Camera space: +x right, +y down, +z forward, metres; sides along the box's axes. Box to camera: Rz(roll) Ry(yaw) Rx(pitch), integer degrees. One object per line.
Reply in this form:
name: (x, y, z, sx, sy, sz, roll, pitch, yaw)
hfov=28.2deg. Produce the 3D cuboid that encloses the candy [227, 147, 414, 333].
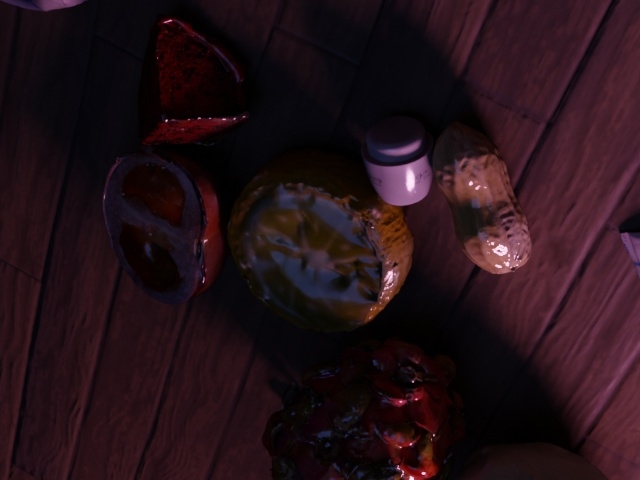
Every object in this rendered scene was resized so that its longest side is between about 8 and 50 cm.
candy: (0.000, 0.000, 1.710, 0.260, 0.118, 0.260, 12, 122, 19)

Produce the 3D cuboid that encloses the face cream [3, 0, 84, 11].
face cream: (-0.431, -0.417, 1.651, 0.420, 0.137, 0.235, 23, 133, 27)

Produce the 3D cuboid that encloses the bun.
bun: (0.276, 0.380, 1.793, 0.293, 0.187, 0.293, -3, 131, -3)

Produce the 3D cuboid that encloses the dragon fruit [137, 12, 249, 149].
dragon fruit: (-0.175, -0.208, 1.674, 0.127, 0.120, 0.161, -15, 80, 63)

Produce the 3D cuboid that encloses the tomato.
tomato: (-0.203, -0.034, 1.788, 0.199, 0.112, 0.228, 26, 122, 28)

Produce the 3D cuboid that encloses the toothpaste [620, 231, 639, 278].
toothpaste: (0.473, 0.014, 1.509, 0.234, 0.057, 0.089, -10, 116, 41)

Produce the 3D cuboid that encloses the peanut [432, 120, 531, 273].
peanut: (0.196, -0.049, 1.576, 0.090, 0.098, 0.214, -5, 119, 42)

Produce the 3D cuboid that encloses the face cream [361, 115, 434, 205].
face cream: (0.099, -0.099, 1.595, 0.091, 0.091, 0.095, 6, 130, 24)

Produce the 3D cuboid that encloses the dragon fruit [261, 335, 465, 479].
dragon fruit: (0.075, 0.267, 1.779, 0.250, 0.269, 0.291, 40, 97, 16)
